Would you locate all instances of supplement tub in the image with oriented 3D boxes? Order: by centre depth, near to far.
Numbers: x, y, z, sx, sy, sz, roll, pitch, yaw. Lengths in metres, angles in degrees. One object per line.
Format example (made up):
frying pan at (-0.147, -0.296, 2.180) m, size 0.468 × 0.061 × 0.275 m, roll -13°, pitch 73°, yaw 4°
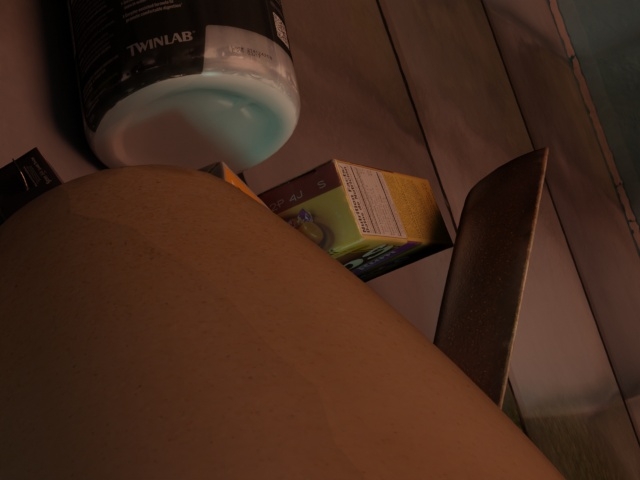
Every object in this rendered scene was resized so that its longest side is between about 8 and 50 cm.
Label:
supplement tub at (-0.081, -0.136, 0.952) m, size 0.117 × 0.117 × 0.190 m, roll 41°, pitch 33°, yaw -55°

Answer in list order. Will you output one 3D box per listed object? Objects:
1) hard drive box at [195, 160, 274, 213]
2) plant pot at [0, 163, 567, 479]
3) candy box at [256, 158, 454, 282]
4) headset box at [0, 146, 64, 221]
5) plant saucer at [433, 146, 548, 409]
hard drive box at (-0.024, 0.100, 0.896) m, size 0.232 × 0.089 × 0.181 m, roll 46°, pitch 29°, yaw -50°
plant pot at (-0.034, 0.108, 0.586) m, size 0.256 × 0.256 × 0.274 m, roll 50°, pitch 9°, yaw -45°
candy box at (0.000, 0.000, 1.045) m, size 0.187 × 0.109 × 0.053 m, roll 7°, pitch 61°, yaw -69°
headset box at (-0.118, -0.001, 0.792) m, size 0.083 × 0.032 × 0.062 m, roll 60°, pitch -8°, yaw -27°
plant saucer at (0.096, 0.089, 1.120) m, size 0.310 × 0.050 × 0.310 m, roll 11°, pitch 90°, yaw -83°
